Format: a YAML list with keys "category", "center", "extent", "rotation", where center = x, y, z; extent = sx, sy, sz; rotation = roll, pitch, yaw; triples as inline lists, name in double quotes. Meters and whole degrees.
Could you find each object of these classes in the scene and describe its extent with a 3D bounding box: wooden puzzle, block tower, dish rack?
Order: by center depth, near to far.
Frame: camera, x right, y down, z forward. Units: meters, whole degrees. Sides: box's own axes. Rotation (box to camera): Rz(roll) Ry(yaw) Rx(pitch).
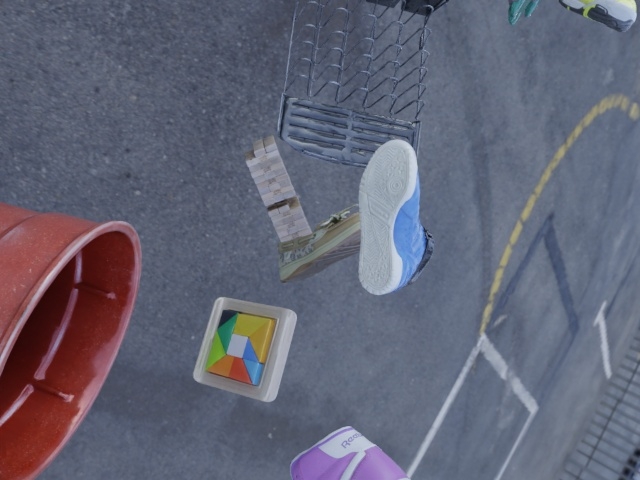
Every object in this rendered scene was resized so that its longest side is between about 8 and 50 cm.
- category: "dish rack"
  center: [0.051, -0.230, 0.767]
  extent: [0.074, 0.208, 0.272]
  rotation: [140, -42, -76]
- category: "wooden puzzle"
  center: [-0.190, 0.256, 1.465]
  extent: [0.044, 0.238, 0.221]
  rotation: [38, 64, -57]
- category: "block tower"
  center: [-0.106, -0.108, 1.640]
  extent: [0.090, 0.097, 0.336]
  rotation: [-21, 115, 2]

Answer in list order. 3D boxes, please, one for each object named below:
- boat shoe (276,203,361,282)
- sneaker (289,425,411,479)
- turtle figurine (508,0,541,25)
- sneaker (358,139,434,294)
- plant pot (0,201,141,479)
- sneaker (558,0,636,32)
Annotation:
- category: "boat shoe"
  center: [0.000, 0.000, 1.138]
  extent: [0.104, 0.285, 0.089]
  rotation: [-6, 73, -42]
- category: "sneaker"
  center: [0.009, 0.357, 0.746]
  extent: [0.102, 0.161, 0.282]
  rotation: [6, 114, -47]
- category: "turtle figurine"
  center: [0.139, -0.327, 0.664]
  extent: [0.175, 0.234, 0.118]
  rotation: [-45, 164, -32]
- category: "sneaker"
  center: [0.081, -0.023, 0.618]
  extent: [0.084, 0.058, 0.152]
  rotation: [-1, 95, -58]
- category: "plant pot"
  center: [-0.359, 0.063, 0.586]
  extent: [0.272, 0.264, 0.273]
  rotation: [21, 90, -87]
- category: "sneaker"
  center: [0.612, -0.576, 1.314]
  extent: [0.385, 0.145, 0.147]
  rotation: [-78, -168, -49]
